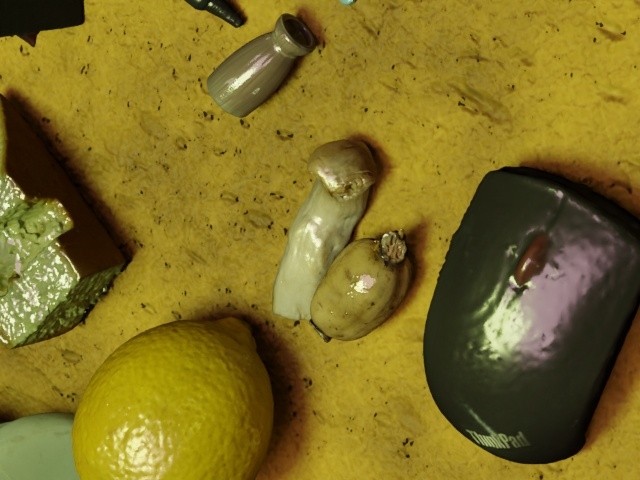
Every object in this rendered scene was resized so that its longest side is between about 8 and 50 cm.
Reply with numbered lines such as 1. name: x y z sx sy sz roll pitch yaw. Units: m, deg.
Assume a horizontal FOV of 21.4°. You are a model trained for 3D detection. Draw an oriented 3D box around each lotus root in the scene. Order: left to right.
1. lotus root: 0.040 0.043 1.530 0.072 0.063 0.152 31 123 -5

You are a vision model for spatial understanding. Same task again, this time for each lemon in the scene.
1. lemon: -0.140 0.178 1.612 0.187 0.187 0.244 33 86 20

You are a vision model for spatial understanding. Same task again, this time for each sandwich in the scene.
1. sandwich: -0.307 -0.024 1.693 0.122 0.128 0.236 -39 82 25

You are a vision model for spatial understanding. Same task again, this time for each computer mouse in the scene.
1. computer mouse: 0.171 0.075 1.439 0.170 0.100 0.269 27 116 21

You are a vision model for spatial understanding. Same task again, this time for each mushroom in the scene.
1. mushroom: -0.003 -0.001 1.556 0.059 0.054 0.202 33 123 18

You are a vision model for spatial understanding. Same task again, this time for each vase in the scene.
1. vase: -0.053 -0.160 1.541 0.100 0.053 0.053 -39 82 29

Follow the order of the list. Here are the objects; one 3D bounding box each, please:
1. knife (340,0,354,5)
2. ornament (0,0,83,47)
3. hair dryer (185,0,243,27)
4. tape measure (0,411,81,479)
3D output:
1. knife: 0.025 -0.255 1.492 0.027 0.010 0.096 12 112 28
2. ornament: -0.353 -0.275 1.651 0.196 0.153 0.166 10 108 39
3. hair dryer: -0.167 -0.248 1.563 0.173 0.050 0.195 -39 93 6
4. tape measure: -0.279 0.288 1.682 0.125 0.246 0.243 -17 106 55
